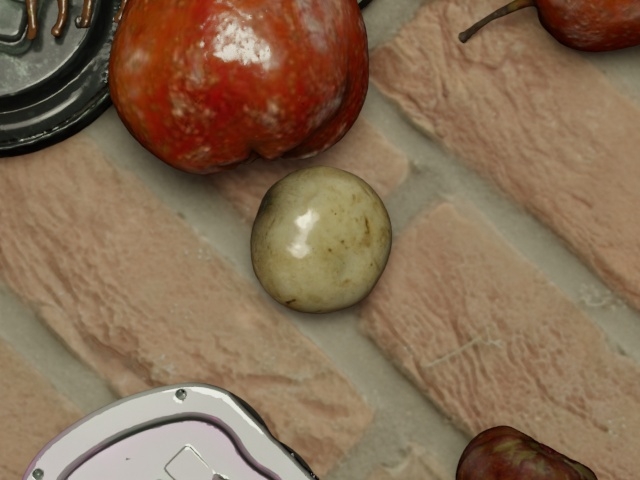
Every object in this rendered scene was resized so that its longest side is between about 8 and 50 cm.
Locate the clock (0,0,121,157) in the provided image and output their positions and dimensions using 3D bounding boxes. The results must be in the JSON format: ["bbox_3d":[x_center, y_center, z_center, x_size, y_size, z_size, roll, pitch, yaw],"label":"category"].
[{"bbox_3d":[-0.380,-0.281,1.698,0.386,0.076,0.386,0,81,-3],"label":"clock"}]

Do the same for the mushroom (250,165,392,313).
[{"bbox_3d":[0.000,0.000,1.650,0.166,0.127,0.166,-3,98,-19],"label":"mushroom"}]

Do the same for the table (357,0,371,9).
[{"bbox_3d":[0.010,-0.324,1.713,0.133,0.043,0.133,2,97,18],"label":"table"}]

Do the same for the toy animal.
[{"bbox_3d":[-0.322,-0.336,1.642,0.224,0.066,0.230,-8,91,15],"label":"toy animal"}]

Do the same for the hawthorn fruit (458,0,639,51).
[{"bbox_3d":[0.329,-0.315,1.659,0.231,0.235,0.263,27,82,-1],"label":"hawthorn fruit"}]

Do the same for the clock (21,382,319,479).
[{"bbox_3d":[-0.161,0.318,1.598,0.338,0.102,0.339,0,81,-2],"label":"clock"}]

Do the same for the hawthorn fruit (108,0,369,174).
[{"bbox_3d":[-0.085,-0.200,1.609,0.284,0.284,0.284,0,81,-3],"label":"hawthorn fruit"}]

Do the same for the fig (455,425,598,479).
[{"bbox_3d":[0.214,0.313,1.621,0.160,0.231,0.143,21,36,19],"label":"fig"}]
